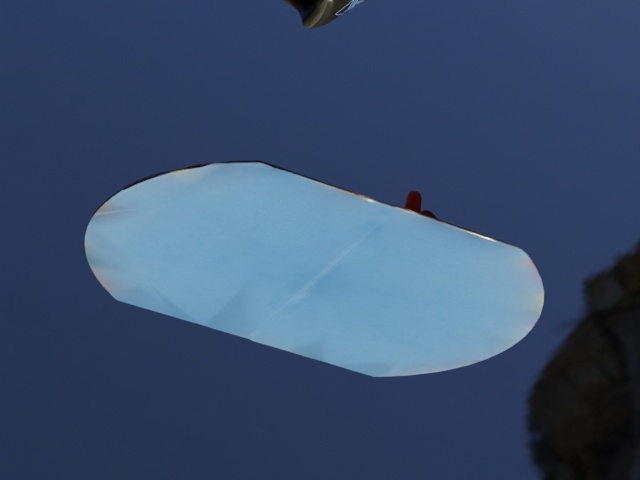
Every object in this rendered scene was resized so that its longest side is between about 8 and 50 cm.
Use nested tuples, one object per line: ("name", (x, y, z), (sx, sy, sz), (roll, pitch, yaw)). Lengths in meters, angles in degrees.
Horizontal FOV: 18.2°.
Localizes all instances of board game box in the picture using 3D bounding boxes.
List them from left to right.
("board game box", (0.000, 0.000, 0.735), (0.168, 0.133, 0.033), (17, -119, -18))

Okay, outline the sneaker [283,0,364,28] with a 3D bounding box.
("sneaker", (-0.064, -0.183, 0.885), (0.232, 0.081, 0.090), (33, -131, 3))
